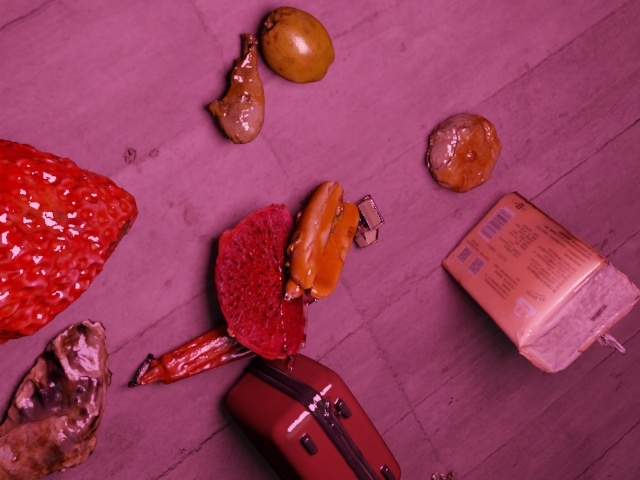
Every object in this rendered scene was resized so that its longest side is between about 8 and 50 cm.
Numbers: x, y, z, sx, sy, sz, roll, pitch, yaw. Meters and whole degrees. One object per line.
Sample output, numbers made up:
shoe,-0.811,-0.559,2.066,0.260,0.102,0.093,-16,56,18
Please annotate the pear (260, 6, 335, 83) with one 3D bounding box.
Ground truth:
pear,-0.039,-0.308,1.077,0.131,0.107,0.107,29,91,-29

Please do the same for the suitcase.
suitcase,-0.014,0.346,1.193,0.161,0.236,0.297,-43,118,-22

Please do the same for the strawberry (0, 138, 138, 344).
strawberry,-0.420,0.006,0.890,0.310,0.291,0.292,26,92,-45

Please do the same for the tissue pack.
tissue pack,0.417,0.089,1.263,0.238,0.305,0.239,-7,117,-14

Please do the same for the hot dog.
hot dog,0.000,0.000,1.115,0.109,0.072,0.269,54,37,-26

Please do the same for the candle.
candle,-0.184,0.190,1.165,0.301,0.059,0.084,-22,96,-20

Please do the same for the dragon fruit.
dragon fruit,-0.089,0.081,1.140,0.126,0.161,0.274,-8,84,20

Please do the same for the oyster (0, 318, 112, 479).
oyster,-0.421,0.265,1.060,0.166,0.094,0.294,16,90,-20

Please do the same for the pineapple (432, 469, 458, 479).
pineapple,0.295,0.686,1.487,0.175,0.175,0.361,-14,96,-22

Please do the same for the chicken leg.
chicken leg,-0.128,-0.242,1.076,0.093,0.070,0.178,10,92,-21

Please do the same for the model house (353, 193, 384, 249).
model house,0.087,-0.035,1.242,0.058,0.057,0.083,-36,98,-41

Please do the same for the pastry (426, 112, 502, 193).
pastry,0.270,-0.164,1.274,0.153,0.081,0.153,-12,111,-33
